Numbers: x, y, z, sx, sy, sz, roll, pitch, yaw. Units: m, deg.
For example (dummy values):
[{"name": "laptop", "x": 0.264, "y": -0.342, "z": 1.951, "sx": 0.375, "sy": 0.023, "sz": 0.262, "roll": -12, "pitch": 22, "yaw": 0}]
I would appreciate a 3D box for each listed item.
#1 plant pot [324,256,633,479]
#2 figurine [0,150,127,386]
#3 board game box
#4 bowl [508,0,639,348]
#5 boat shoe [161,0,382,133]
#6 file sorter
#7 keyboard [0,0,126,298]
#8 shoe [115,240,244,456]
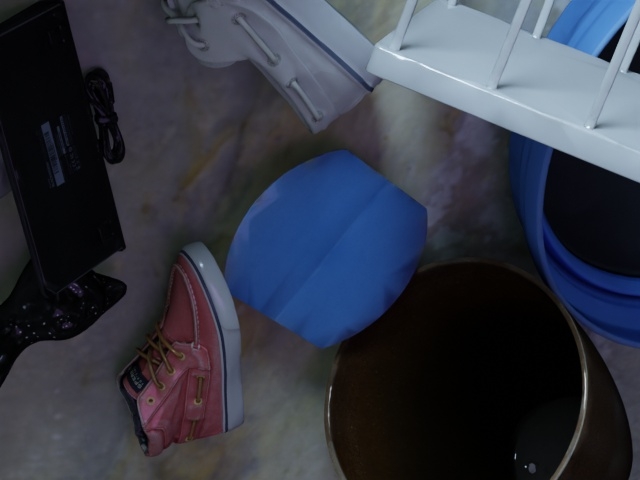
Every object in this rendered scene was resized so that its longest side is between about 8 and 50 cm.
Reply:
[{"name": "plant pot", "x": 0.152, "y": 0.148, "z": 1.431, "sx": 0.215, "sy": 0.215, "sz": 0.230, "roll": -46, "pitch": 146, "yaw": 9}, {"name": "figurine", "x": -0.250, "y": 0.021, "z": 1.199, "sx": 0.209, "sy": 0.092, "sz": 0.215, "roll": -34, "pitch": 131, "yaw": -12}, {"name": "board game box", "x": 0.000, "y": 0.000, "z": 1.340, "sx": 0.133, "sy": 0.033, "sz": 0.169, "roll": -52, "pitch": 132, "yaw": 6}, {"name": "bowl", "x": 0.322, "y": -0.092, "z": 1.408, "sx": 0.391, "sy": 0.077, "sz": 0.391, "roll": -13, "pitch": 128, "yaw": -18}, {"name": "boat shoe", "x": -0.054, "y": -0.148, "z": 1.161, "sx": 0.084, "sy": 0.095, "sz": 0.258, "roll": -49, "pitch": 129, "yaw": 6}, {"name": "file sorter", "x": 0.204, "y": -0.150, "z": 1.148, "sx": 0.278, "sy": 0.193, "sz": 0.173, "roll": 22, "pitch": 110, "yaw": 9}, {"name": "keyboard", "x": -0.168, "y": -0.064, "z": 1.179, "sx": 0.108, "sy": 0.023, "sz": 0.180, "roll": -38, "pitch": 127, "yaw": -43}, {"name": "shoe", "x": -0.105, "y": 0.084, "z": 1.323, "sx": 0.081, "sy": 0.063, "sz": 0.178, "roll": -21, "pitch": 135, "yaw": -19}]
